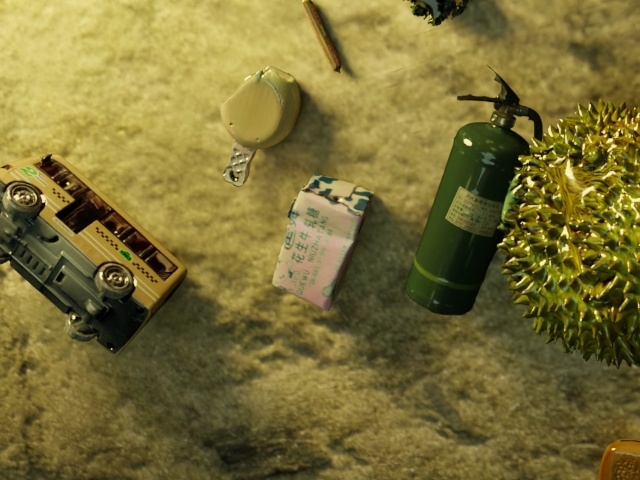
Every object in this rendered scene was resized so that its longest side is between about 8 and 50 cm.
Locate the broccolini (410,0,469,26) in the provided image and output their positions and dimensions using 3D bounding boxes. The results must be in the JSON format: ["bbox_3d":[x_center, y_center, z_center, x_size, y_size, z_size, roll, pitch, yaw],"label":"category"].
[{"bbox_3d":[0.097,-0.358,0.902,0.057,0.071,0.254,5,115,68],"label":"broccolini"}]

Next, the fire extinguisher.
[{"bbox_3d":[0.182,-0.057,0.966,0.118,0.093,0.294,10,119,-10],"label":"fire extinguisher"}]

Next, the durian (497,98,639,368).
[{"bbox_3d":[0.295,-0.013,0.836,0.225,0.291,0.291,20,120,7],"label":"durian"}]

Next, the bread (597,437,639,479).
[{"bbox_3d":[0.404,0.334,1.057,0.116,0.077,0.200,14,116,19],"label":"bread"}]

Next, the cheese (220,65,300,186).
[{"bbox_3d":[-0.091,-0.148,1.062,0.092,0.047,0.171,45,123,-1],"label":"cheese"}]

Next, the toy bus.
[{"bbox_3d":[-0.340,0.009,1.179,0.289,0.157,0.139,41,127,-1],"label":"toy bus"}]

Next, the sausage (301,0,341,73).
[{"bbox_3d":[0.002,-0.245,0.996,0.015,0.015,0.100,-19,104,29],"label":"sausage"}]

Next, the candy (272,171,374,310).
[{"bbox_3d":[0.000,0.000,1.077,0.092,0.073,0.160,23,119,7],"label":"candy"}]
